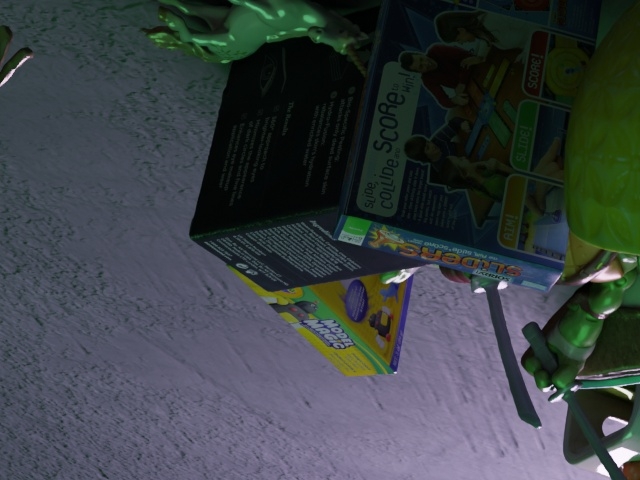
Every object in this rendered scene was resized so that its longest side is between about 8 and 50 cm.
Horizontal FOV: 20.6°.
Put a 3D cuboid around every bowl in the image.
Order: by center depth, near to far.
[{"bbox_3d":[0.262,-0.108,0.961,0.289,0.289,0.156,-5,106,30],"label":"bowl"}]

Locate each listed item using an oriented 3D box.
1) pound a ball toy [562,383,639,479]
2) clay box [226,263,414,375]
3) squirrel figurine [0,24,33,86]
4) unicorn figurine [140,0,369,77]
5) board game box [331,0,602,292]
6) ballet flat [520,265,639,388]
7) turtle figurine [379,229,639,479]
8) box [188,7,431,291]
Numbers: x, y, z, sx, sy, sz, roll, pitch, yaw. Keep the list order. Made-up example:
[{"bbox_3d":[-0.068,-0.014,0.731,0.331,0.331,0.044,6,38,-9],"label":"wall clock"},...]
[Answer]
[{"bbox_3d":[0.357,0.167,1.513,0.319,0.135,0.208,21,152,-17],"label":"pound a ball toy"},{"bbox_3d":[0.000,0.000,1.348,0.053,0.127,0.222,-5,149,29],"label":"clay box"},{"bbox_3d":[-0.260,-0.216,0.770,0.281,0.370,0.397,0,151,23],"label":"squirrel figurine"},{"bbox_3d":[-0.042,-0.149,1.168,0.111,0.060,0.162,28,165,-30],"label":"unicorn figurine"},{"bbox_3d":[0.092,-0.078,1.075,0.136,0.201,0.035,15,153,-4],"label":"board game box"},{"bbox_3d":[0.307,0.031,1.305,0.342,0.116,0.124,-6,113,24],"label":"ballet flat"},{"bbox_3d":[0.122,0.039,1.248,0.266,0.274,0.198,18,-172,40],"label":"turtle figurine"},{"bbox_3d":[0.011,-0.060,1.196,0.158,0.156,0.093,-11,146,37],"label":"box"}]
